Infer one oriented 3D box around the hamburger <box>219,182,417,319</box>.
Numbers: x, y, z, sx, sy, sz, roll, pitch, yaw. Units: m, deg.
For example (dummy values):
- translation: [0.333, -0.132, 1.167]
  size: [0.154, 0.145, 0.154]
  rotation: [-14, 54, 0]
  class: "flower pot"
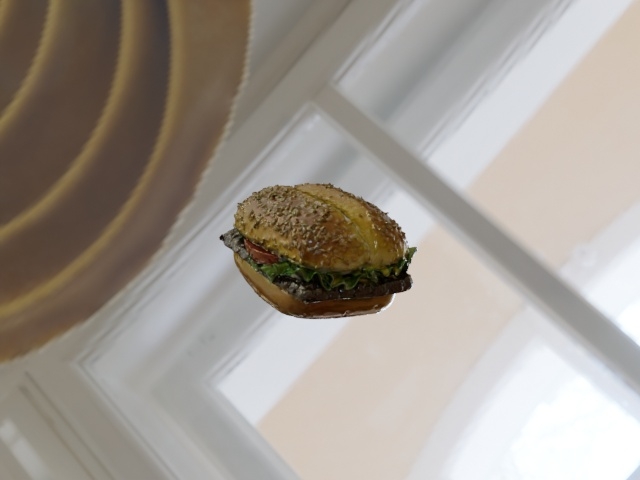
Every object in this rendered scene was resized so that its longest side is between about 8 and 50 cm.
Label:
- translation: [0.000, 0.000, 1.095]
  size: [0.137, 0.166, 0.087]
  rotation: [-5, -68, -32]
  class: "hamburger"
